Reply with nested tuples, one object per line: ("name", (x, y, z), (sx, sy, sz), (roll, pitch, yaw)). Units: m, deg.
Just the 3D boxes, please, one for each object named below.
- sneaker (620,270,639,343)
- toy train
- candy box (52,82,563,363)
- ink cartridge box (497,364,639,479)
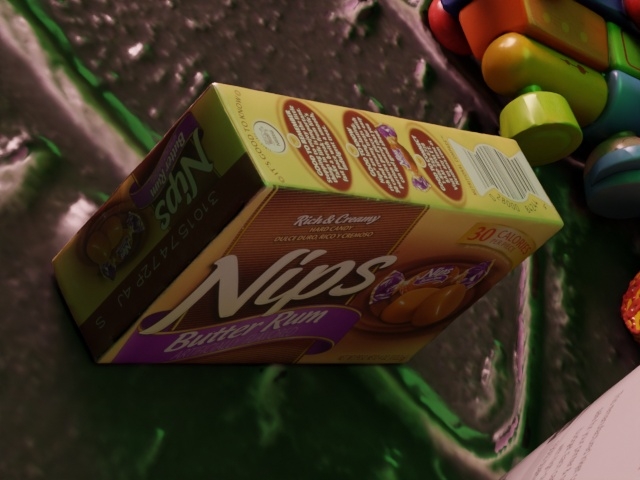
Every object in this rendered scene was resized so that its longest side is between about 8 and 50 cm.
("sneaker", (0.221, 0.024, 0.939), (0.067, 0.064, 0.175), (44, 30, 4))
("toy train", (0.114, -0.108, 0.945), (0.248, 0.105, 0.143), (19, 52, -37))
("candy box", (0.000, 0.000, 0.649), (0.186, 0.109, 0.053), (4, 50, -50))
("ink cartridge box", (0.092, 0.118, 0.525), (0.086, 0.203, 0.148), (46, 30, 1))
